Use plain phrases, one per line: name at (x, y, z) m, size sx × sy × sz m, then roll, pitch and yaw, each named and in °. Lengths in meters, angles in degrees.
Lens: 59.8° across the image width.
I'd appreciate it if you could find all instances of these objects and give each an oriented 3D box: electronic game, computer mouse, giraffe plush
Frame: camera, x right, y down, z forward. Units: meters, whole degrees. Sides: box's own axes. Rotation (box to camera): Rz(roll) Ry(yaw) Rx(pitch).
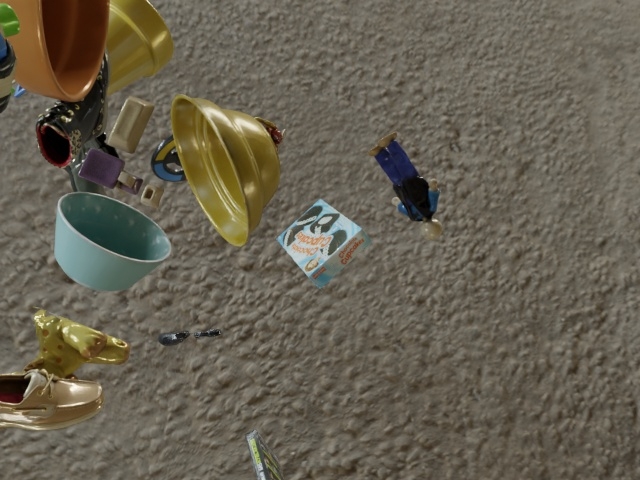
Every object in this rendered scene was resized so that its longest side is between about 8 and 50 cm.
electronic game at (-0.399, -0.257, 1.675) m, size 0.229 × 0.229 × 0.048 m, roll -22°, pitch 66°, yaw -24°
computer mouse at (-0.402, 0.298, 1.703) m, size 0.071 × 0.242 × 0.041 m, roll -4°, pitch 86°, yaw -59°
giraffe plush at (-0.519, 0.248, 1.115) m, size 0.210 × 0.181 × 0.170 m, roll 35°, pitch 69°, yaw -37°

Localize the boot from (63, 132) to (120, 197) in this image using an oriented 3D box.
boot at (-0.634, -0.194, 1.585) m, size 0.246 × 0.161 × 0.083 m, roll 66°, pitch 25°, yaw -24°

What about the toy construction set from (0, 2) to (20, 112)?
toy construction set at (-0.380, -0.185, 0.441) m, size 0.328 × 0.151 × 0.215 m, roll -41°, pitch 92°, yaw -26°

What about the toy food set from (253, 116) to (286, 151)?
toy food set at (-0.195, -0.352, 1.972) m, size 0.218 × 0.128 × 0.071 m, roll 9°, pitch 29°, yaw -48°

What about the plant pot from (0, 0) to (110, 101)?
plant pot at (-0.432, -0.352, 0.766) m, size 0.204 × 0.291 × 0.290 m, roll 7°, pitch 64°, yaw -6°

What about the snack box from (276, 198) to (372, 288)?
snack box at (0.000, 0.000, 1.569) m, size 0.187 × 0.322 × 0.060 m, roll -42°, pitch 117°, yaw -3°

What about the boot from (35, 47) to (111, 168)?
boot at (-0.449, -0.264, 1.009) m, size 0.085 × 0.236 × 0.178 m, roll 9°, pitch 35°, yaw -4°

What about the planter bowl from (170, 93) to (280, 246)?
planter bowl at (-0.117, -0.107, 0.767) m, size 0.090 × 0.217 × 0.217 m, roll -27°, pitch 76°, yaw -25°

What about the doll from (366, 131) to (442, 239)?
doll at (0.151, -0.085, 0.946) m, size 0.046 × 0.129 × 0.189 m, roll -30°, pitch 87°, yaw -26°

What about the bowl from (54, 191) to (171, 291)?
bowl at (-0.581, 0.023, 1.504) m, size 0.312 × 0.311 × 0.163 m, roll 34°, pitch 105°, yaw 0°

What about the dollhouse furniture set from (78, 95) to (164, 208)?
dollhouse furniture set at (-0.212, -0.102, 0.667) m, size 0.091 × 0.081 × 0.114 m, roll 22°, pitch 82°, yaw -4°

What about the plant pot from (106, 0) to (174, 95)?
plant pot at (-0.577, -0.528, 1.530) m, size 0.254 × 0.254 × 0.239 m, roll 36°, pitch 65°, yaw 1°

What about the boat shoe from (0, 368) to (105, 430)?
boat shoe at (-0.340, 0.182, 0.653) m, size 0.170 × 0.059 × 0.063 m, roll 3°, pitch 29°, yaw -30°

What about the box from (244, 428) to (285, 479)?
box at (-0.148, 0.674, 1.620) m, size 0.045 × 0.190 × 0.184 m, roll -26°, pitch 39°, yaw -3°

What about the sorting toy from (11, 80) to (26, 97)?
sorting toy at (-1.024, -0.649, 1.947) m, size 0.047 × 0.196 × 0.347 m, roll 37°, pitch 56°, yaw -47°
